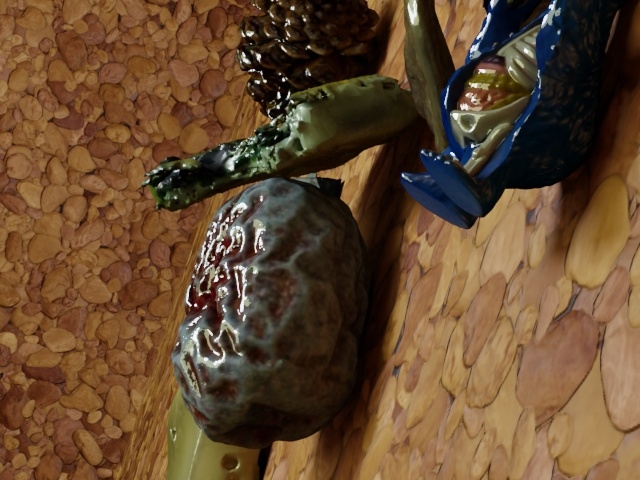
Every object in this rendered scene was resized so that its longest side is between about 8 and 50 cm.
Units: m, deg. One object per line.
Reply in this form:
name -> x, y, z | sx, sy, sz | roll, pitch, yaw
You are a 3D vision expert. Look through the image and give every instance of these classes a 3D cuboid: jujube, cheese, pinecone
jujube -> -0.054, 0.082, 1.332 | 0.226, 0.226, 0.317 | 125, 155, -54
cheese -> -0.168, 0.311, 1.718 | 0.316, 0.128, 0.259 | 142, 143, -73
pinecone -> -0.029, -0.294, 1.793 | 0.272, 0.224, 0.224 | 116, 167, -50

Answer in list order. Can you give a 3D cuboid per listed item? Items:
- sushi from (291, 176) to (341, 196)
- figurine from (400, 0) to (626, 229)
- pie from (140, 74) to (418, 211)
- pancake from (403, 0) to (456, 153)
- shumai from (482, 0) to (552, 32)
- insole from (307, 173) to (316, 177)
sushi -> -0.063, 0.021, 1.719 | 0.134, 0.109, 0.273 | 141, 146, -70
figurine -> 0.171, -0.123, 0.893 | 0.262, 0.121, 0.164 | -55, 13, 4
pie -> -0.031, -0.119, 1.409 | 0.371, 0.296, 0.078 | -18, 87, 36
pancake -> 0.102, -0.183, 1.117 | 0.242, 0.050, 0.242 | -16, -90, -82
shumai -> 0.168, -0.296, 1.071 | 0.161, 0.153, 0.209 | -79, 9, -63
insole -> -0.015, -0.113, 1.966 | 0.152, 0.002, 0.053 | -85, 18, -49
